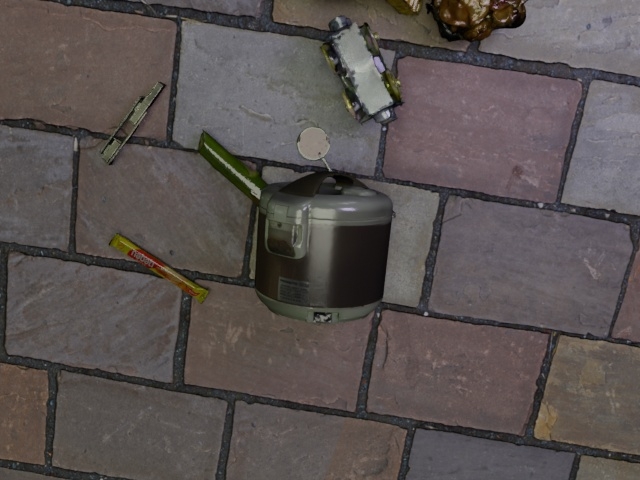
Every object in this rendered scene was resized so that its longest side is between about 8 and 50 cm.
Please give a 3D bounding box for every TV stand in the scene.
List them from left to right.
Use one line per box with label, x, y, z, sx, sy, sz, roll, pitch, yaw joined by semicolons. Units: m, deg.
TV stand;-0.473;-0.299;1.482;0.042;0.036;0.249;39;101;-4

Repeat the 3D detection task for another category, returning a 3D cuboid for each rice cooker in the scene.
rice cooker;0.000;0.000;1.381;0.336;0.335;0.325;5;104;2

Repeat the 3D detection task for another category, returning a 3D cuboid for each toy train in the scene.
toy train;0.096;-0.386;1.363;0.134;0.177;0.260;-25;99;8

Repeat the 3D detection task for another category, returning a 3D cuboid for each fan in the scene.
fan;-0.005;-0.225;1.491;0.085;0.005;0.133;-33;98;8

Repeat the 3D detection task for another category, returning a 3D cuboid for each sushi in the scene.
sushi;0.345;-0.535;1.305;0.200;0.204;0.213;-34;93;14

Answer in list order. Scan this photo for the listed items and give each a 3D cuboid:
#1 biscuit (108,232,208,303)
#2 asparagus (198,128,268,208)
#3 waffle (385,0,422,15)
biscuit;-0.429;0.073;1.568;0.292;0.026;0.048;33;121;-4
asparagus;-0.208;-0.168;1.486;0.278;0.060;0.067;39;112;-5
waffle;0.189;-0.627;1.285;0.057;0.229;0.218;12;101;19
